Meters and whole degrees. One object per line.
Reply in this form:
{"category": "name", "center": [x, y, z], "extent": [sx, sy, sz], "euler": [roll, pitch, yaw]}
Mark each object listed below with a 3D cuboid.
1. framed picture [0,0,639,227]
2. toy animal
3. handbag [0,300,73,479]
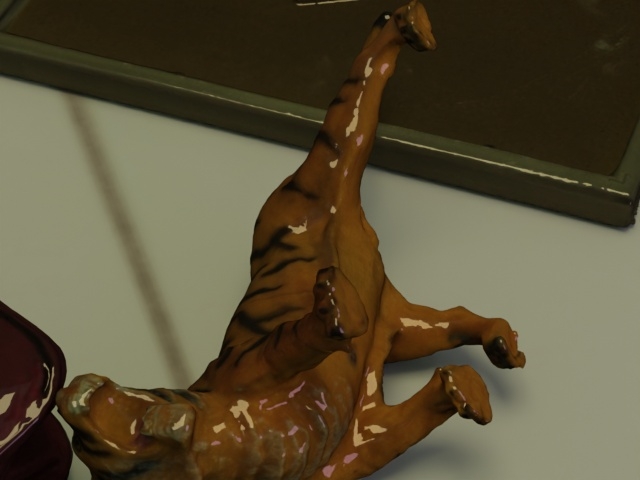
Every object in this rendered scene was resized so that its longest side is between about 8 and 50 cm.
{"category": "framed picture", "center": [0.022, -0.124, 0.876], "extent": [0.315, 0.024, 0.232], "euler": [14, 47, 16]}
{"category": "toy animal", "center": [0.004, 0.007, 0.707], "extent": [0.116, 0.114, 0.255], "euler": [-19, 32, 29]}
{"category": "handbag", "center": [-0.217, 0.076, 0.643], "extent": [0.203, 0.074, 0.216], "euler": [28, 53, 26]}
